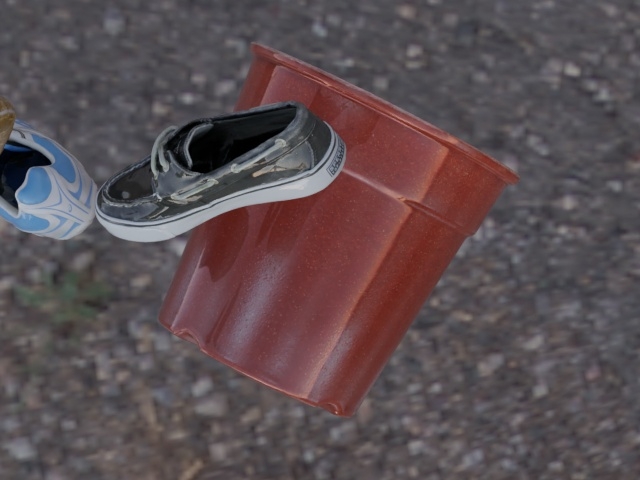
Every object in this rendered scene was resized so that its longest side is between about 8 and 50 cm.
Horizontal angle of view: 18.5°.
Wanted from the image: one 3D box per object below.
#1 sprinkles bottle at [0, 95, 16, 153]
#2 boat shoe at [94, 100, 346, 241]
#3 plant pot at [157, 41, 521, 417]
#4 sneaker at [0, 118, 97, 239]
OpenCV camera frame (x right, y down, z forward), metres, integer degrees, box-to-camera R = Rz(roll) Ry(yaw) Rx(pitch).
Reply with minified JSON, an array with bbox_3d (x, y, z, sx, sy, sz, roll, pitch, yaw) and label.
[{"bbox_3d":[-0.368,-0.154,1.298,0.355,0.121,0.121,40,111,4],"label":"sprinkles bottle"},{"bbox_3d":[-0.089,-0.060,1.478,0.219,0.070,0.078,-16,50,29],"label":"boat shoe"},{"bbox_3d":[0.000,0.000,1.773,0.272,0.272,0.265,28,92,26],"label":"plant pot"},{"bbox_3d":[-0.275,-0.070,1.711,0.085,0.086,0.237,-54,40,-7],"label":"sneaker"}]
